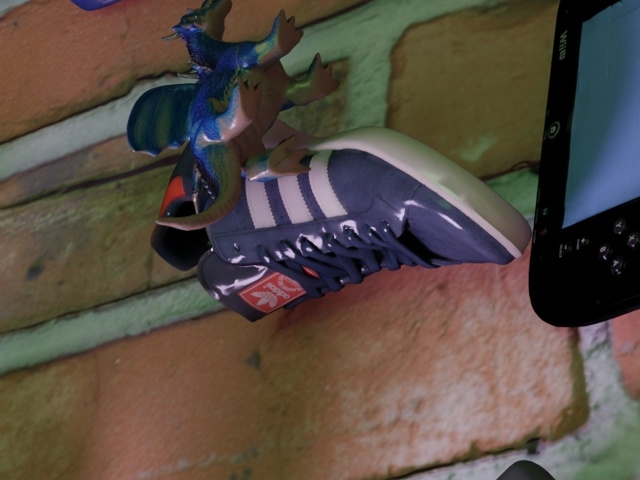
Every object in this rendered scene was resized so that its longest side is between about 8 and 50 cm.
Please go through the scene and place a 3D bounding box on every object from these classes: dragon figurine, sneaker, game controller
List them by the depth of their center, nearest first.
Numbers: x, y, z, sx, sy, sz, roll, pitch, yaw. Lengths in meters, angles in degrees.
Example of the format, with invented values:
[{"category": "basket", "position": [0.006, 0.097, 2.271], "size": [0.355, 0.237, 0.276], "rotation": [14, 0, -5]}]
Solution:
[{"category": "game controller", "position": [0.217, -0.093, 0.988], "size": [0.166, 0.067, 0.319], "rotation": [-18, 51, 43]}, {"category": "dragon figurine", "position": [-0.079, -0.078, 1.032], "size": [0.144, 0.085, 0.289], "rotation": [-19, 38, 36]}, {"category": "sneaker", "position": [0.000, 0.000, 1.066], "size": [0.350, 0.131, 0.148], "rotation": [13, 69, 51]}]

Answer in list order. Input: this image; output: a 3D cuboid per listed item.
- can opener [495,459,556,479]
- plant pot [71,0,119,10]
[{"category": "can opener", "position": [0.044, 0.241, 0.908], "size": [0.280, 0.074, 0.093], "rotation": [-42, 45, 5]}, {"category": "plant pot", "position": [-0.189, -0.385, 1.370], "size": [0.212, 0.236, 0.236], "rotation": [-1, 61, 38]}]
